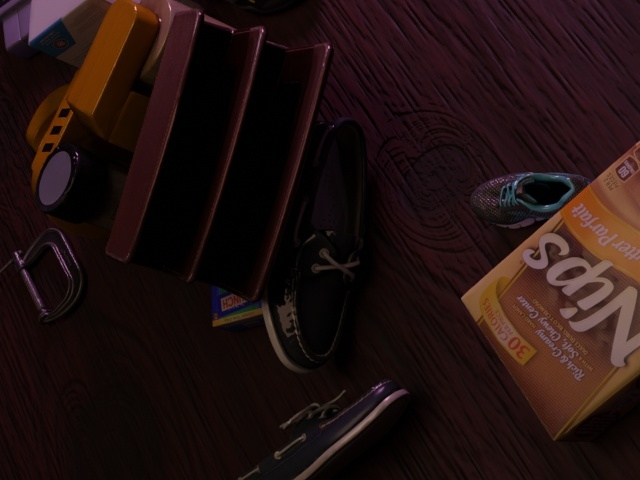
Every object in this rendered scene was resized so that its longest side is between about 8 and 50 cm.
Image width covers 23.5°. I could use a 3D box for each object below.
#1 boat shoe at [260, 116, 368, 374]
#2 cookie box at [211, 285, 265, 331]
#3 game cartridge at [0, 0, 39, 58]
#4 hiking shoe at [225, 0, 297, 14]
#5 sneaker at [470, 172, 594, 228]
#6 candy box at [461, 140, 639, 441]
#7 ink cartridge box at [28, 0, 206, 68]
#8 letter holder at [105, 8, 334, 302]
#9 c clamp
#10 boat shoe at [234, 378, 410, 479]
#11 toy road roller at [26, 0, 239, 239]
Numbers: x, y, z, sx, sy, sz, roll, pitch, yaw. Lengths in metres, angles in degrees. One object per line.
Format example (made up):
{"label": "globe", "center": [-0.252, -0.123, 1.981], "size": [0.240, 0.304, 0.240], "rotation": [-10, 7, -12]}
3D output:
{"label": "boat shoe", "center": [0.000, 0.000, 1.764], "size": [0.091, 0.114, 0.302], "rotation": [-16, 68, 42]}
{"label": "cookie box", "center": [-0.088, 0.049, 1.871], "size": [0.092, 0.040, 0.107], "rotation": [-16, 68, 35]}
{"label": "game cartridge", "center": [-0.401, -0.469, 2.275], "size": [0.230, 0.068, 0.355], "rotation": [-25, 62, 28]}
{"label": "hiking shoe", "center": [-0.123, -0.346, 1.954], "size": [0.227, 0.114, 0.086], "rotation": [10, 84, 29]}
{"label": "sneaker", "center": [0.221, -0.050, 1.617], "size": [0.166, 0.076, 0.065], "rotation": [-2, 75, 40]}
{"label": "candy box", "center": [0.311, 0.033, 1.501], "size": [0.316, 0.087, 0.183], "rotation": [-43, 61, 22]}
{"label": "ink cartridge box", "center": [-0.261, -0.277, 2.000], "size": [0.139, 0.191, 0.082], "rotation": [-28, 54, 38]}
{"label": "letter holder", "center": [-0.114, -0.098, 1.746], "size": [0.214, 0.152, 0.302], "rotation": [-164, 91, -71]}
{"label": "c clamp", "center": [-0.386, 0.057, 2.136], "size": [0.137, 0.022, 0.160], "rotation": [-50, 50, 11]}
{"label": "boat shoe", "center": [-0.002, 0.227, 1.718], "size": [0.254, 0.095, 0.079], "rotation": [-47, 63, 31]}
{"label": "toy road roller", "center": [-0.249, -0.158, 1.969], "size": [0.240, 0.202, 0.329], "rotation": [36, 102, 52]}
